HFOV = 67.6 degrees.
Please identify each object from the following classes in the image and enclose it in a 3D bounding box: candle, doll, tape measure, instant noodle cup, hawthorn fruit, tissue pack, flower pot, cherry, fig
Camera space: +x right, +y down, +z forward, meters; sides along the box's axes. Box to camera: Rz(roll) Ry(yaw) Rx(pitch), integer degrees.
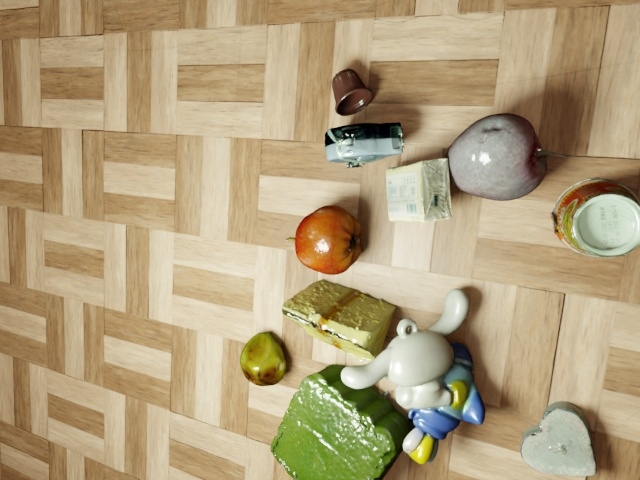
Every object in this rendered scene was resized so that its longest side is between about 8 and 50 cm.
[{"bbox_3d":[0.604,0.507,1.184,0.168,0.068,0.192,38,112,19],"label":"candle"},{"bbox_3d":[0.277,0.358,1.227,0.376,0.187,0.366,-27,102,2],"label":"doll"},{"bbox_3d":[0.102,-0.250,1.254,0.182,0.181,0.107,-6,92,-12],"label":"tape measure"},{"bbox_3d":[0.606,-0.041,1.032,0.193,0.212,0.193,3,98,25],"label":"instant noodle cup"},{"bbox_3d":[0.000,0.000,1.329,0.225,0.196,0.197,1,97,33],"label":"hawthorn fruit"},{"bbox_3d":[0.242,-0.122,1.200,0.092,0.196,0.148,-6,95,-18],"label":"tissue pack"},{"bbox_3d":[0.075,-0.407,1.292,0.111,0.111,0.089,-30,72,25],"label":"flower pot"},{"bbox_3d":[0.413,-0.191,1.109,0.266,0.184,0.213,-15,132,33],"label":"cherry"},{"bbox_3d":[-0.178,0.367,1.481,0.144,0.154,0.166,-14,69,17],"label":"fig"}]

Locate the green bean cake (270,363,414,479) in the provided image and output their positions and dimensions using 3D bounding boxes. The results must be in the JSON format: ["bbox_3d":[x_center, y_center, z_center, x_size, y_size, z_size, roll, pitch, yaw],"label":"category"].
[{"bbox_3d":[0.062,0.553,1.370,0.319,0.218,0.335,36,104,24],"label":"green bean cake"}]

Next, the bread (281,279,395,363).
[{"bbox_3d":[0.035,0.249,1.315,0.263,0.236,0.198,18,104,22],"label":"bread"}]
